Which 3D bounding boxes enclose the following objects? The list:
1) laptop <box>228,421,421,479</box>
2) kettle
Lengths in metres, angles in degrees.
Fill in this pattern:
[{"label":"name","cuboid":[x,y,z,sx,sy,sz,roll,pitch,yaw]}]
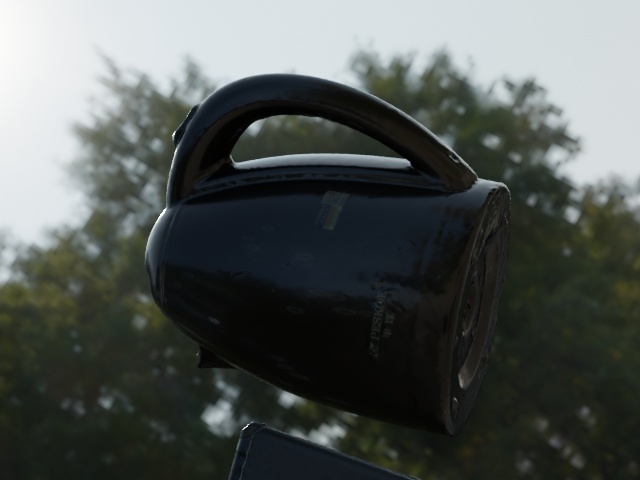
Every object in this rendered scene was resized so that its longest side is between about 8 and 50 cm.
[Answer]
[{"label":"laptop","cuboid":[-0.006,0.195,0.908,0.016,0.129,0.180,8,-82,-70]},{"label":"kettle","cuboid":[0.000,0.000,1.468,0.207,0.290,0.268,-37,-43,-66]}]
